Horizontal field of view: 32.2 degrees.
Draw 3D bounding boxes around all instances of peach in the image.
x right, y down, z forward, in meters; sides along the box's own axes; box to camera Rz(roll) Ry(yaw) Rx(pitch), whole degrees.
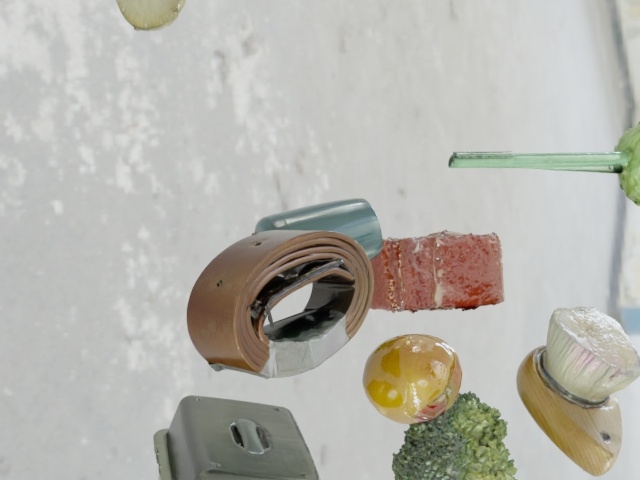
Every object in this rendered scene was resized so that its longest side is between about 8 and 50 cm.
[{"bbox_3d":[0.124,0.192,1.539,0.138,0.138,0.138,-3,90,-67],"label":"peach"}]

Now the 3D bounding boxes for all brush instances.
[{"bbox_3d":[0.458,0.256,1.888,0.174,0.166,0.266,7,41,-28],"label":"brush"}]

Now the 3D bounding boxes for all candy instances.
[{"bbox_3d":[0.264,-0.080,1.142,0.336,0.093,0.092,-3,50,-31],"label":"candy"}]

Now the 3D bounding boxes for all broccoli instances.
[{"bbox_3d":[0.243,0.429,1.950,0.235,0.260,0.288,-32,148,-64],"label":"broccoli"}]

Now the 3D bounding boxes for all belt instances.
[{"bbox_3d":[-0.047,0.080,1.426,0.261,0.105,0.184,-28,113,-44],"label":"belt"}]

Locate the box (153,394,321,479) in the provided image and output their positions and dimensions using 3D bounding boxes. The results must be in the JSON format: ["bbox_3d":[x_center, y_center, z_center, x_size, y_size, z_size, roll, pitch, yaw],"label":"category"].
[{"bbox_3d":[-0.113,0.337,1.509,0.290,0.221,0.166,-128,-130,-68],"label":"box"}]

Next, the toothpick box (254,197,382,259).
[{"bbox_3d":[0.000,0.000,1.717,0.120,0.184,0.120,163,-90,-71],"label":"toothpick box"}]

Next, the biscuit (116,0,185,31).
[{"bbox_3d":[-0.217,-0.343,1.419,0.020,0.152,0.152,-7,94,-51],"label":"biscuit"}]

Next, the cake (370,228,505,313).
[{"bbox_3d":[0.197,0.055,2.037,0.177,0.283,0.150,-167,-107,-69],"label":"cake"}]
